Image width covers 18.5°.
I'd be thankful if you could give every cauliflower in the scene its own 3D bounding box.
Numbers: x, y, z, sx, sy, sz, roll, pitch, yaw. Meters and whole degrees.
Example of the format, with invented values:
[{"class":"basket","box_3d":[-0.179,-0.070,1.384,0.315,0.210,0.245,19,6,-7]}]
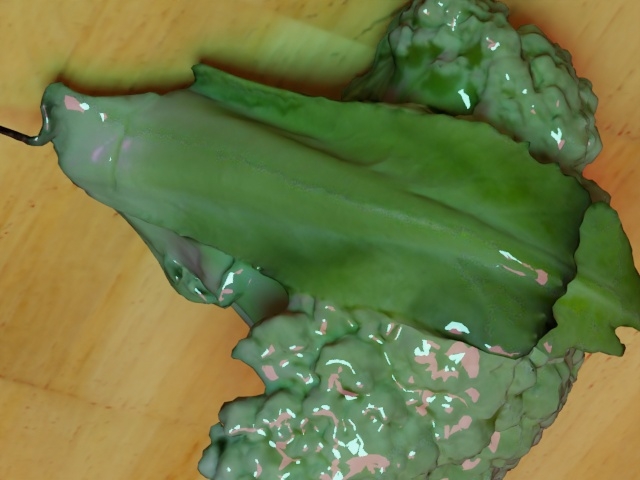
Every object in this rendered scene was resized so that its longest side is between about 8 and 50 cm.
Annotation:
[{"class":"cauliflower","box_3d":[0.000,0.000,0.876,0.315,0.239,0.256,26,111,10]}]
